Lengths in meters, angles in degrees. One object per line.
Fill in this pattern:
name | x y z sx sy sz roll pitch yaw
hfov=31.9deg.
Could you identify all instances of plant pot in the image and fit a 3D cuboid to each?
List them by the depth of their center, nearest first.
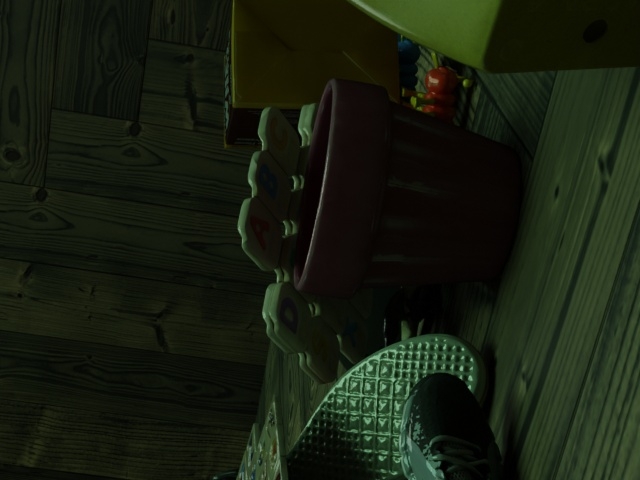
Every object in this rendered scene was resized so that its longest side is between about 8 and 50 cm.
plant pot | 0.136 -0.214 0.677 0.187 0.212 0.212 -119 31 -43
plant pot | 0.079 -0.038 1.034 0.201 0.180 0.201 -172 90 -84

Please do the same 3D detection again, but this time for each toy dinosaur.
toy dinosaur | 0.098 0.080 1.264 0.118 0.064 0.268 -62 -15 -62

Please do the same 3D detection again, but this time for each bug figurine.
bug figurine | 0.115 -0.137 1.354 0.279 0.072 0.216 -112 24 -69

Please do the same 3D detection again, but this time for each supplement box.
supplement box | -0.018 -0.196 1.355 0.194 0.192 0.129 124 145 -77

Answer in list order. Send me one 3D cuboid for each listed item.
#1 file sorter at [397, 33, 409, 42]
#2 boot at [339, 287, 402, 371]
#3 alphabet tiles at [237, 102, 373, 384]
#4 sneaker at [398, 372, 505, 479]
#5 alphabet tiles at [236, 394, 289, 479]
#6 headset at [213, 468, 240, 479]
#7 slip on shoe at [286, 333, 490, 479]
file sorter | 0.089 -0.365 1.704 0.170 0.118 0.104 -88 12 -48
boot | 0.056 0.024 1.393 0.115 0.112 0.305 -51 -47 -71
alphabet tiles | 0.000 0.000 1.182 0.278 0.021 0.284 50 -140 -46
sneaker | 0.122 0.196 0.842 0.132 0.086 0.228 121 147 -62
alphabet tiles | -0.064 0.272 1.070 0.198 0.009 0.237 -99 22 -54
headset | -0.037 0.469 1.373 0.243 0.185 0.393 -144 52 -83
slip on shoe | 0.050 0.205 1.082 0.331 0.101 0.123 -52 57 30
